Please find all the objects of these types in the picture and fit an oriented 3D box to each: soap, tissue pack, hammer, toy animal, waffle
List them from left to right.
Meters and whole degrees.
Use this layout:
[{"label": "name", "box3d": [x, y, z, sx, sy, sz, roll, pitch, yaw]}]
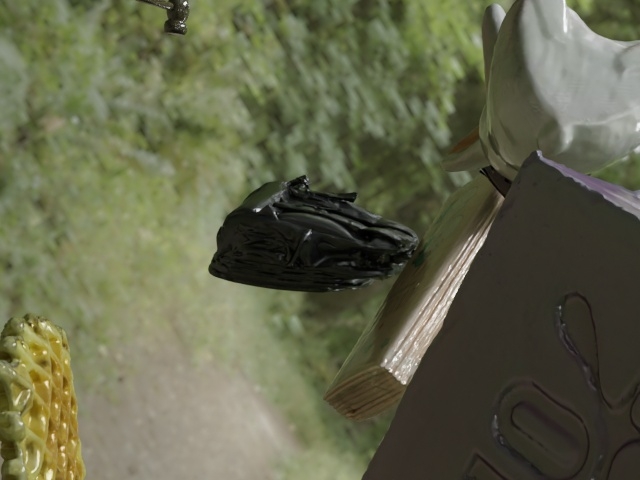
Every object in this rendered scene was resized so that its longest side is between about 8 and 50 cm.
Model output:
[{"label": "waffle", "box3d": [-0.283, 0.195, 1.685, 0.261, 0.056, 0.250, -60, 145, -80]}, {"label": "hammer", "box3d": [-0.246, -0.284, 1.858, 0.292, 0.029, 0.058, 9, 87, -53]}, {"label": "tissue pack", "box3d": [0.133, 0.057, 1.918, 0.071, 0.325, 0.170, 39, -29, -9]}, {"label": "toy animal", "box3d": [0.174, -0.104, 1.249, 0.141, 0.138, 0.282, 18, -5, 0]}, {"label": "soap", "box3d": [0.164, 0.143, 0.873, 0.107, 0.296, 0.285, 15, 14, -44]}]

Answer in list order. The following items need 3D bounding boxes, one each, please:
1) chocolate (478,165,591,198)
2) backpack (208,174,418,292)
[{"label": "chocolate", "box3d": [0.245, -0.073, 1.824, 0.080, 0.125, 0.149, 64, 2, 5]}, {"label": "backpack", "box3d": [0.000, 0.000, 2.113, 0.206, 0.258, 0.133, -42, 143, -69]}]
